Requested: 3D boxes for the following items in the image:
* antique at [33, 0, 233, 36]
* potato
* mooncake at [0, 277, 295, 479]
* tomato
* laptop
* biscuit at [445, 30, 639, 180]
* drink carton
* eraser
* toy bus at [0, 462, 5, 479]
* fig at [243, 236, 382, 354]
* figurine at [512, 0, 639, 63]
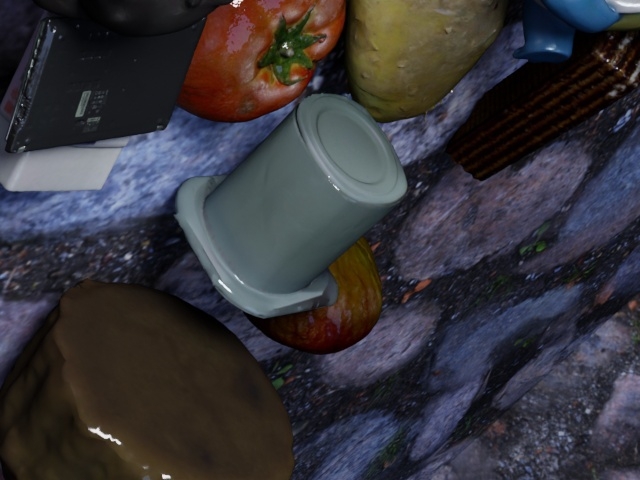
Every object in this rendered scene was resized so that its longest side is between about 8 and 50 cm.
[{"bbox_3d":[-0.095,-0.287,1.038,0.322,0.185,0.255,-38,148,-6],"label":"antique"},{"bbox_3d":[0.109,-0.234,1.466,0.192,0.141,0.296,-27,154,-28],"label":"potato"},{"bbox_3d":[-0.199,0.208,1.543,0.324,0.324,0.187,-2,138,-54],"label":"mooncake"},{"bbox_3d":[-0.057,-0.201,1.348,0.225,0.085,0.225,-31,151,-19],"label":"tomato"},{"bbox_3d":[-0.177,-0.136,1.173,0.180,0.016,0.129,-16,140,-48],"label":"laptop"},{"bbox_3d":[0.275,-0.176,1.682,0.107,0.073,0.388,-55,-170,-24],"label":"biscuit"},{"bbox_3d":[-0.021,-0.039,1.490,0.191,0.185,0.189,-5,155,-50],"label":"drink carton"},{"bbox_3d":[-0.202,-0.143,1.218,0.124,0.068,0.210,-5,130,-57],"label":"eraser"},{"bbox_3d":[-0.362,0.298,1.720,0.203,0.090,0.063,-51,154,22],"label":"toy bus"},{"bbox_3d":[-0.023,-0.004,1.704,0.191,0.191,0.290,-25,110,-32],"label":"fig"},{"bbox_3d":[0.307,-0.307,1.444,0.416,0.298,0.243,-51,127,-42],"label":"figurine"}]
